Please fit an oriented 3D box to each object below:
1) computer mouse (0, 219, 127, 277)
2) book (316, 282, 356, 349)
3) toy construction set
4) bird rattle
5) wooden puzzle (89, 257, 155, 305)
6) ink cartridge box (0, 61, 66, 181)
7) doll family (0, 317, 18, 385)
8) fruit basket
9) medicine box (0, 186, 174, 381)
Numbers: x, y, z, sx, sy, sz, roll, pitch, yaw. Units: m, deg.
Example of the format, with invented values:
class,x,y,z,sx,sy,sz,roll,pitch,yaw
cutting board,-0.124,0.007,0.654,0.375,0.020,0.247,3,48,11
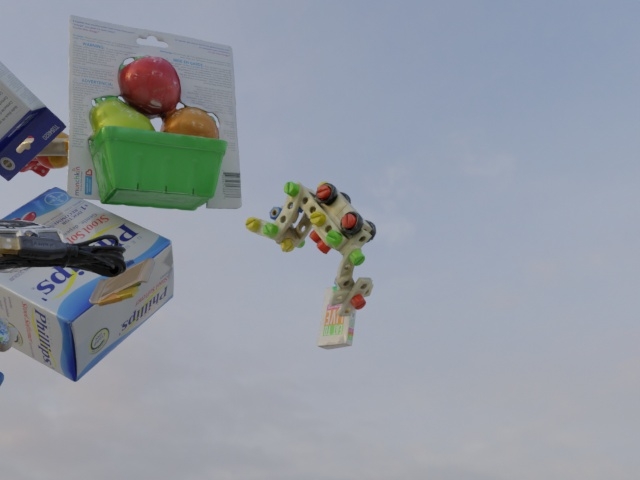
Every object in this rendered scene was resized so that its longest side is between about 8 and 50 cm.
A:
class,x,y,z,sx,sy,sz,roll,pitch,yaw
computer mouse,-0.244,0.009,0.612,0.106,0.042,0.193,-3,7,-37
book,0.044,0.174,1.725,0.035,0.144,0.096,24,-26,-36
toy construction set,0.000,0.000,1.596,0.215,0.327,0.151,-48,-24,12
bird rattle,-0.551,-0.197,1.572,0.254,0.143,0.207,9,1,6
wooden puzzle,-0.232,0.050,0.881,0.079,0.116,0.014,-20,-68,11
ink cartridge box,-0.616,-0.226,1.372,0.223,0.045,0.224,-32,-67,32
doll family,-0.466,0.064,0.892,0.263,0.118,0.163,26,-19,30
fruit basket,-0.313,-0.232,1.414,0.327,0.353,0.165,3,-21,-30
medicine box,-0.454,0.066,1.331,0.289,0.263,0.149,22,-50,20
